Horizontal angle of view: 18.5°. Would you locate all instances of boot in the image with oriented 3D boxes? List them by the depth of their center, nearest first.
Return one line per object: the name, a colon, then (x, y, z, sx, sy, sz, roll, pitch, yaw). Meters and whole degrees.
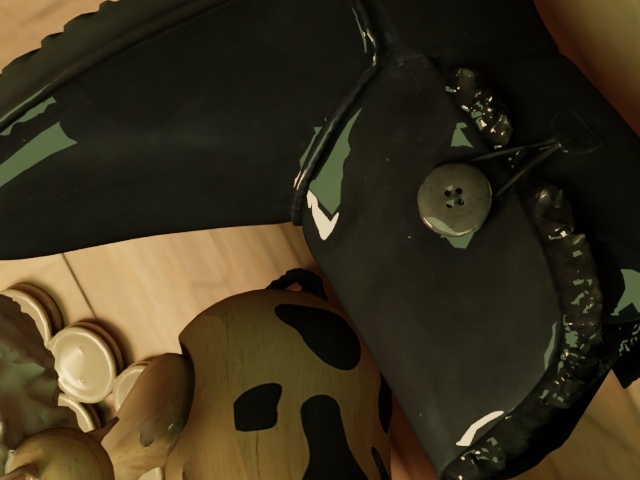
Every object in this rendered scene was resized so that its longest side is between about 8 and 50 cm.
boot: (0.000, 0.000, 0.696, 0.246, 0.094, 0.207, -30, 75, -1)

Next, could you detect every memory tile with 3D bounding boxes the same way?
memory tile: (-0.121, 0.101, 0.914, 0.113, 0.012, 0.148, 27, 119, 18)

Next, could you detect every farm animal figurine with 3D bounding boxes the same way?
farm animal figurine: (0.012, 0.151, 0.743, 0.172, 0.330, 0.327, -44, 56, 36)
